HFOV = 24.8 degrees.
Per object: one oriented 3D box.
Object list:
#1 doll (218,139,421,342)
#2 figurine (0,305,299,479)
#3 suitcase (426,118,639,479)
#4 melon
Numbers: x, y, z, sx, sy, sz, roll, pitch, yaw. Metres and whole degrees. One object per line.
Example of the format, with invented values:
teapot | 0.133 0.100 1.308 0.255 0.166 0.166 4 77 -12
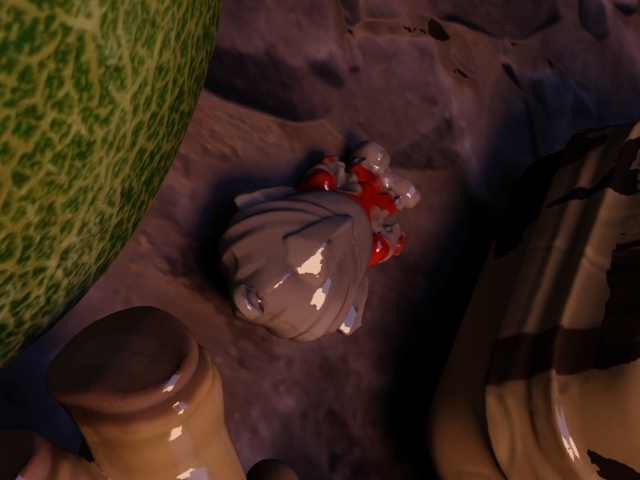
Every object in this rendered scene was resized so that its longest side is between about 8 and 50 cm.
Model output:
doll | 0.000 0.000 0.770 0.094 0.079 0.180 51 38 -3
figurine | -0.002 0.197 0.633 0.380 0.203 0.248 51 49 -23
suitcase | 0.238 0.097 0.883 0.351 0.194 0.339 47 48 -26
melon | -0.152 -0.100 0.591 0.331 0.226 0.343 62 26 -76
